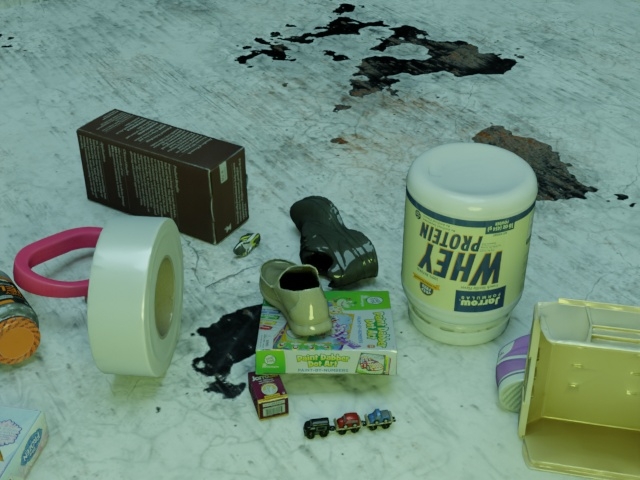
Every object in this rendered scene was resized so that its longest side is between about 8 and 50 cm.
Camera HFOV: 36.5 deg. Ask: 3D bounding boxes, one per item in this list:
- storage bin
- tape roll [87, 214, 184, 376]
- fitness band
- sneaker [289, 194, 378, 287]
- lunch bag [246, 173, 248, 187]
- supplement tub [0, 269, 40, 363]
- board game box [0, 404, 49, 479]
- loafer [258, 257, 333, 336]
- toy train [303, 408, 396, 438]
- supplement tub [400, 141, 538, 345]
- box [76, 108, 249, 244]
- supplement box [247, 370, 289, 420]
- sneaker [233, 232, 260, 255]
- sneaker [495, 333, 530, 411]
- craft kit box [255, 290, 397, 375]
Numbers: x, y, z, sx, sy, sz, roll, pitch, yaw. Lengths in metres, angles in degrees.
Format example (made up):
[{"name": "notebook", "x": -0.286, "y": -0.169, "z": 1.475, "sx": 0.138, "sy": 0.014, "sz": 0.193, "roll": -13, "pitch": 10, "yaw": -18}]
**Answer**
[{"name": "storage bin", "x": 0.451, "y": 0.237, "z": 1.515, "sx": 0.260, "sy": 0.262, "sz": 0.123, "roll": 6, "pitch": 33, "yaw": 10}, {"name": "tape roll", "x": -0.320, "y": 0.098, "z": 1.716, "sx": 0.100, "sy": 0.286, "sz": 0.286, "roll": 2, "pitch": 34, "yaw": 5}, {"name": "fitness band", "x": -0.475, "y": 0.049, "z": 1.945, "sx": 0.209, "sy": 0.054, "sz": 0.290, "roll": 23, "pitch": 27, "yaw": 24}, {"name": "sneaker", "x": 0.000, "y": 0.000, "z": 2.024, "sx": 0.130, "sy": 0.109, "sz": 0.286, "roll": -24, "pitch": 38, "yaw": -21}, {"name": "lunch bag", "x": -0.205, "y": -0.124, "z": 2.253, "sx": 0.071, "sy": 0.053, "sz": 0.083, "roll": -1, "pitch": 43, "yaw": 3}, {"name": "supplement tub", "x": -0.598, "y": 0.141, "z": 1.801, "sx": 0.117, "sy": 0.117, "sz": 0.190, "roll": -22, "pitch": 40, "yaw": -28}, {"name": "board game box", "x": -0.634, "y": 0.372, "z": 1.500, "sx": 0.318, "sy": 0.066, "sz": 0.318, "roll": 6, "pitch": 35, "yaw": 10}, {"name": "loafer", "x": -0.044, "y": 0.083, "z": 1.783, "sx": 0.101, "sy": 0.092, "sz": 0.268, "roll": -8, "pitch": 23, "yaw": -20}, {"name": "toy train", "x": 0.049, "y": 0.304, "z": 1.622, "sx": 0.158, "sy": 0.036, "sz": 0.027, "roll": -6, "pitch": 34, "yaw": -8}, {"name": "supplement tub", "x": 0.269, "y": 0.008, "z": 1.803, "sx": 0.235, "sy": 0.325, "sz": 0.235, "roll": 0, "pitch": 33, "yaw": 0}, {"name": "box", "x": -0.352, "y": -0.150, "z": 2.169, "sx": 0.381, "sy": 0.191, "sz": 0.143, "roll": 20, "pitch": 39, "yaw": 27}, {"name": "supplement box", "x": -0.090, "y": 0.264, "z": 1.677, "sx": 0.054, "sy": 0.043, "sz": 0.083, "roll": -11, "pitch": 34, "yaw": -14}, {"name": "sneaker", "x": -0.163, "y": 0.009, "z": 2.079, "sx": 0.035, "sy": 0.031, "sz": 0.083, "roll": 7, "pitch": 28, "yaw": 35}, {"name": "sneaker", "x": 0.448, "y": 0.218, "z": 1.693, "sx": 0.281, "sy": 0.102, "sz": 0.161, "roll": 3, "pitch": 31, "yaw": 5}, {"name": "craft kit box", "x": 0.011, "y": 0.165, "z": 1.775, "sx": 0.246, "sy": 0.061, "sz": 0.250, "roll": 2, "pitch": 22, "yaw": -1}]
